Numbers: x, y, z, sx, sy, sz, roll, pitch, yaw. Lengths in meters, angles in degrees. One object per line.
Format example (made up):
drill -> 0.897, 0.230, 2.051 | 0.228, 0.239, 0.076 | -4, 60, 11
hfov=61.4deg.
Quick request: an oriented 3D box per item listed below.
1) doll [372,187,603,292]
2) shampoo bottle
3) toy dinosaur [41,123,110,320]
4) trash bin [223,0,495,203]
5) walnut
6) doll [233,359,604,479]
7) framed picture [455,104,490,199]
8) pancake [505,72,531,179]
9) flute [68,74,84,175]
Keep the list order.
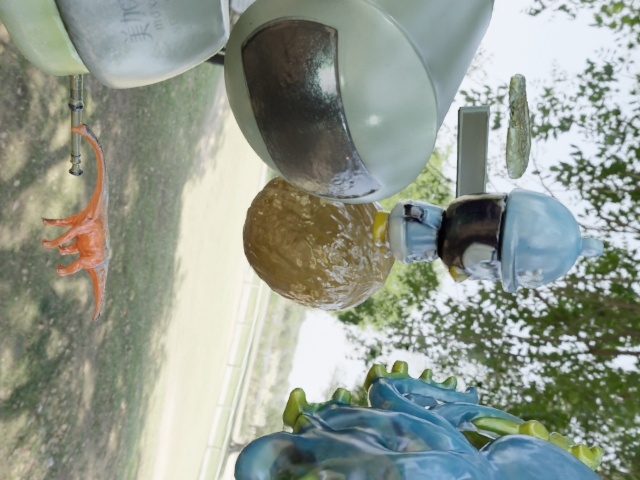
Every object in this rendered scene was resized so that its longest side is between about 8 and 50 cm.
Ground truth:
doll -> 0.235, 0.000, 0.784 | 0.177, 0.313, 0.141 | 49, 49, -56
shampoo bottle -> -0.290, -0.392, 0.786 | 0.322, 0.317, 0.323 | 168, -90, -81
toy dinosaur -> -0.340, -0.020, 0.765 | 0.055, 0.101, 0.280 | -136, -141, -59
trash bin -> 0.068, -0.253, 0.740 | 0.432, 0.280, 0.280 | -56, 168, -40
walnut -> 0.000, 0.000, 1.109 | 0.333, 0.332, 0.333 | -164, -90, -89
doll -> 0.103, 0.203, 0.389 | 0.346, 0.341, 0.099 | -94, -161, -76
framed picture -> 0.286, -0.160, 1.015 | 0.142, 0.011, 0.183 | -19, 112, -50
pancake -> 0.458, -0.260, 1.242 | 0.253, 0.037, 0.254 | -4, 95, -62
flute -> -0.432, -0.205, 0.951 | 0.027, 0.027, 0.233 | -75, -172, -45
